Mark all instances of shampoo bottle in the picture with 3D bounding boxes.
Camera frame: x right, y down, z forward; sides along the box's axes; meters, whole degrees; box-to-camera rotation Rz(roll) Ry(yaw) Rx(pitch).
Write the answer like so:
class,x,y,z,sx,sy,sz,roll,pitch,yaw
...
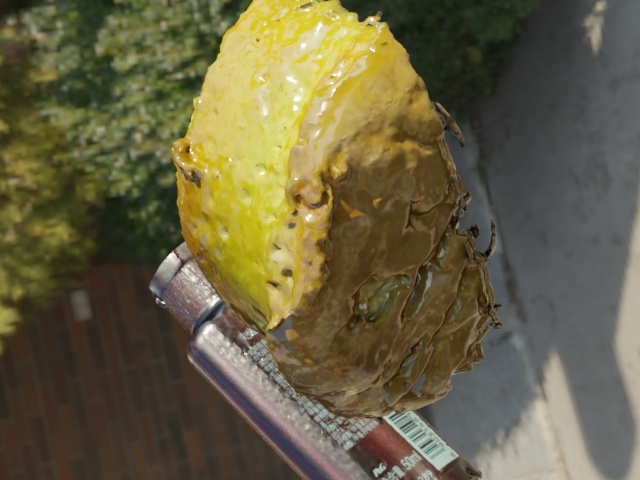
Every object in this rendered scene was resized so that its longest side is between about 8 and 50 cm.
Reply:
class,x,y,z,sx,sy,sz,roll,pitch,yaw
shampoo bottle,-0.016,0.128,1.163,0.323,0.129,0.084,42,135,17

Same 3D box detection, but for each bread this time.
class,x,y,z,sx,sy,sz,roll,pitch,yaw
bread,0.001,-0.002,0.779,0.160,0.147,0.261,37,159,36
